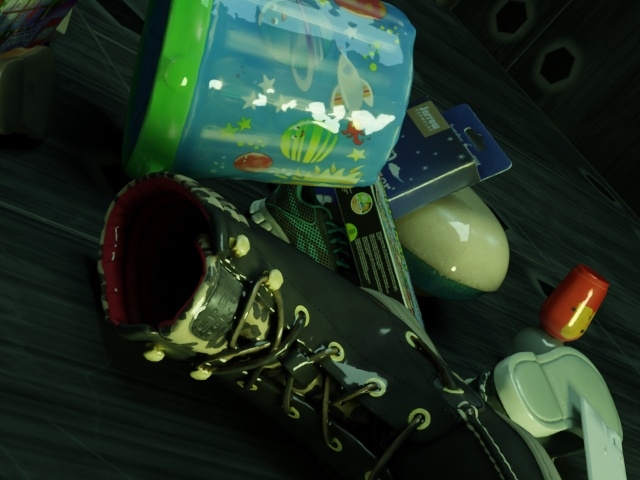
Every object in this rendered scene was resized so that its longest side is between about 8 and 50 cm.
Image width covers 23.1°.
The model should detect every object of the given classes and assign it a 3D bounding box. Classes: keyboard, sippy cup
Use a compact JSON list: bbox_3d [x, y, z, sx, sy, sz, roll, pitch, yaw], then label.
[{"bbox_3d":[0.269,0.257,1.455,0.072,0.014,0.256,43,30,-29],"label":"keyboard"},{"bbox_3d":[-0.043,-0.147,1.384,0.224,0.305,0.240,12,19,-12],"label":"sippy cup"}]

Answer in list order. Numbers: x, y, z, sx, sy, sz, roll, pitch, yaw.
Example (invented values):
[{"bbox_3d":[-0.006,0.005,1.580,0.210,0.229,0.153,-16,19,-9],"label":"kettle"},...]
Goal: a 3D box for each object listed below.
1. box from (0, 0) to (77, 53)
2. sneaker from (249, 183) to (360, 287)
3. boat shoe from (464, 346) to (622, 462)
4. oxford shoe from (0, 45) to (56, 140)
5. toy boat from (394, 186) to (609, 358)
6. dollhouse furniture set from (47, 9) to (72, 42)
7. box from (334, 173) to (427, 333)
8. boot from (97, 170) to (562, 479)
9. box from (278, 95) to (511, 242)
[{"bbox_3d":[-0.249,-0.237,1.308,0.057,0.201,0.293,42,16,0],"label":"box"},{"bbox_3d":[0.000,0.000,1.514,0.166,0.076,0.065,50,18,25],"label":"sneaker"},{"bbox_3d":[0.214,0.168,1.560,0.302,0.091,0.114,22,46,-57],"label":"boat shoe"},{"bbox_3d":[-0.257,-0.120,1.237,0.076,0.076,0.212,5,3,6],"label":"oxford shoe"},{"bbox_3d":[0.162,0.034,1.743,0.318,0.148,0.267,31,13,-11],"label":"toy boat"},{"bbox_3d":[-0.308,-0.265,1.561,0.144,0.123,0.151,31,54,-34],"label":"dollhouse furniture set"},{"bbox_3d":[0.053,0.000,1.513,0.114,0.036,0.207,43,30,-73],"label":"box"},{"bbox_3d":[0.001,0.102,1.131,0.284,0.138,0.377,33,14,-34],"label":"boot"},{"bbox_3d":[0.073,-0.078,1.647,0.136,0.225,0.036,-119,-173,-50],"label":"box"}]
